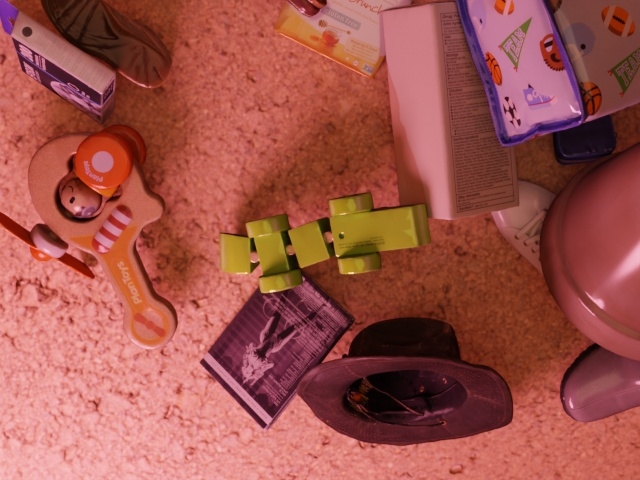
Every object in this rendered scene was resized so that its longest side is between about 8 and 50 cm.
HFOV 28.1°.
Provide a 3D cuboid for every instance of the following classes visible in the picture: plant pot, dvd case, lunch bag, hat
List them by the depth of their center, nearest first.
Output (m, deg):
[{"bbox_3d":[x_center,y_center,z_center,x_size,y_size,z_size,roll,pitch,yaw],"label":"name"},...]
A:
[{"bbox_3d":[0.368,-0.369,1.779,0.327,0.239,0.386,-20,92,-28],"label":"lunch bag"},{"bbox_3d":[0.499,-0.026,1.782,0.323,0.280,0.323,3,65,-7],"label":"plant pot"},{"bbox_3d":[0.134,0.195,1.931,0.331,0.331,0.134,10,57,-1],"label":"hat"},{"bbox_3d":[0.402,-0.154,1.938,0.098,0.065,0.067,-5,81,2],"label":"lunch bag"},{"bbox_3d":[-0.068,0.156,1.970,0.164,0.018,0.221,42,97,29],"label":"dvd case"}]

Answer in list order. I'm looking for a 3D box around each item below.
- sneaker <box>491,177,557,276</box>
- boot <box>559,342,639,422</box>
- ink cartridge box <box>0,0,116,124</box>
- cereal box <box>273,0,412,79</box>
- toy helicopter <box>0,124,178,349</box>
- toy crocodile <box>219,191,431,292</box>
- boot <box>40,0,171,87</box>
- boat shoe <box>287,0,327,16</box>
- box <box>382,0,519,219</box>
[{"bbox_3d":[0.373,0.018,1.934,0.290,0.123,0.106,44,98,-4],"label":"sneaker"},{"bbox_3d":[0.530,0.203,1.899,0.338,0.223,0.118,-28,107,5],"label":"boot"},{"bbox_3d":[-0.394,-0.262,1.865,0.208,0.206,0.045,35,79,-3],"label":"ink cartridge box"},{"bbox_3d":[0.056,-0.385,1.918,0.173,0.047,0.240,25,98,-2],"label":"cereal box"},{"bbox_3d":[-0.332,0.010,1.938,0.235,0.140,0.355,-24,99,6],"label":"toy helicopter"},{"bbox_3d":[0.000,0.000,1.905,0.340,0.105,0.115,-12,94,19],"label":"toy crocodile"},{"bbox_3d":[-0.309,-0.308,1.875,0.213,0.165,0.077,37,99,-11],"label":"boot"},{"bbox_3d":[-0.065,-0.394,1.879,0.073,0.073,0.207,-44,59,19],"label":"boat shoe"},{"bbox_3d":[0.192,-0.194,1.880,0.148,0.121,0.311,-9,98,-34],"label":"box"}]
